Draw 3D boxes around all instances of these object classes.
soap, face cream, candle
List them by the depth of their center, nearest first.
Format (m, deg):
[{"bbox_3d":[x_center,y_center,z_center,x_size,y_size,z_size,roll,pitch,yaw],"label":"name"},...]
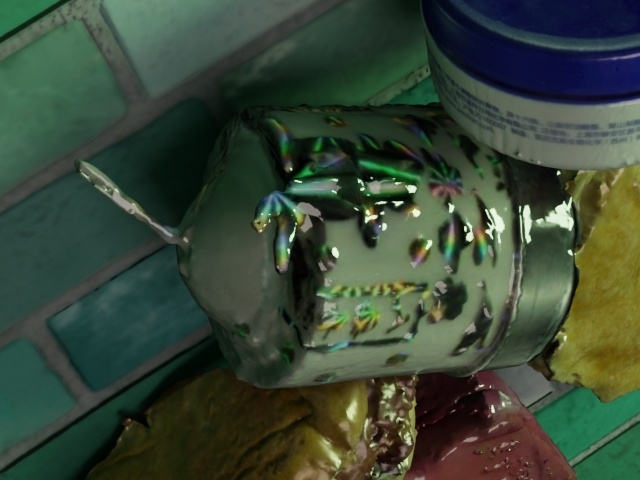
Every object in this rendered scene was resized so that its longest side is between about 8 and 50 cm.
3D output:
[{"bbox_3d":[0.165,-0.142,1.087,0.206,0.206,0.111,-23,137,-15],"label":"face cream"},{"bbox_3d":[0.000,0.000,1.122,0.330,0.187,0.187,-2,127,-29],"label":"candle"},{"bbox_3d":[0.106,0.206,1.417,0.182,0.112,0.289,-16,132,-25],"label":"soap"}]

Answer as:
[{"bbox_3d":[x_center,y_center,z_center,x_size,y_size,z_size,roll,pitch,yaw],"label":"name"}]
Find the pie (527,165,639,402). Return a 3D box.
[{"bbox_3d":[0.281,-0.014,1.360,0.339,0.083,0.339,-18,132,-22],"label":"pie"}]

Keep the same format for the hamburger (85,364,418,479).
[{"bbox_3d":[-0.062,0.197,1.263,0.282,0.245,0.155,-6,156,33],"label":"hamburger"}]
